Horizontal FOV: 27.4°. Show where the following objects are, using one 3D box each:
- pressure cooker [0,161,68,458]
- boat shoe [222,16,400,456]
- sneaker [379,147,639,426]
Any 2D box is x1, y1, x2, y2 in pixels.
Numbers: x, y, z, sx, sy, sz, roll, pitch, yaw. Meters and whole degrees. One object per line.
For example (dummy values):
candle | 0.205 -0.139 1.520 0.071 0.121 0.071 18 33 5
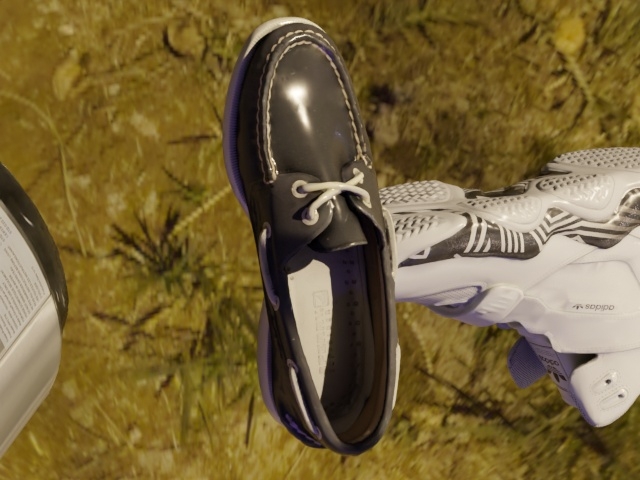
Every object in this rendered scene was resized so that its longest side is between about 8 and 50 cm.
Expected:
pressure cooker | -0.420 0.113 0.912 0.369 0.375 0.420 33 43 -4
boat shoe | 0.000 0.000 0.373 0.046 0.038 0.125 -6 101 -24
sneaker | 0.157 0.053 1.070 0.365 0.137 0.210 -13 107 -24
